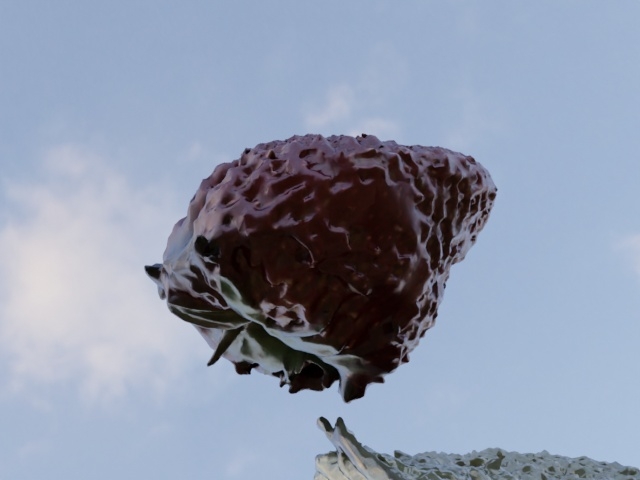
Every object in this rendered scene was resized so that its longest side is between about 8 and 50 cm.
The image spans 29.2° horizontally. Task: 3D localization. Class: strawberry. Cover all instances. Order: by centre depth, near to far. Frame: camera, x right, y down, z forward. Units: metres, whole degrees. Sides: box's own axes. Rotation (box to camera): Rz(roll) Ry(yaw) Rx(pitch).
[{"bbox_3d":[0.003,0.003,1.082,0.261,0.261,0.257,45,-121,-35],"label":"strawberry"}]

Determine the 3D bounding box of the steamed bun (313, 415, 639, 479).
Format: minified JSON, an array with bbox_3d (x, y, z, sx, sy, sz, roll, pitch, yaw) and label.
[{"bbox_3d":[0.157,0.272,0.993,0.272,0.290,0.273,-5,-85,-16],"label":"steamed bun"}]
